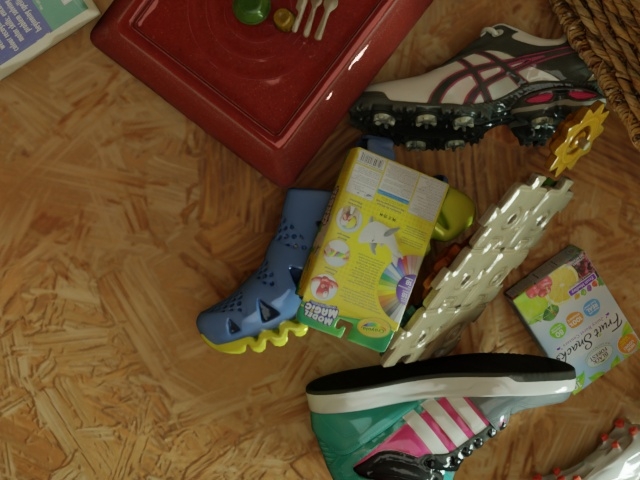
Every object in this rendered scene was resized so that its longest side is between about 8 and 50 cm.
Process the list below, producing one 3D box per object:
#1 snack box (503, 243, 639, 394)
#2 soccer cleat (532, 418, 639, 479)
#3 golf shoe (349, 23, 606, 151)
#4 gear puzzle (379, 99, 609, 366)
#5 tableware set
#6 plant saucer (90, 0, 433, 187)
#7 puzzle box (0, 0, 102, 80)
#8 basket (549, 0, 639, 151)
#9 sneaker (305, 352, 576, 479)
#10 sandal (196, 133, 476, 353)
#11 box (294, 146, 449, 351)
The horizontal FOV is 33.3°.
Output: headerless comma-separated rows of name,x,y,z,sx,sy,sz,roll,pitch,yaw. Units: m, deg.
snack box,0.289,0.090,1.224,0.100,0.037,0.141,-35,105,-1
soccer cleat,0.314,0.290,1.256,0.196,0.068,0.076,-34,108,-5
golf shoe,0.161,-0.162,1.135,0.273,0.105,0.120,-3,75,-6
gear puzzle,0.176,-0.010,1.102,0.044,0.175,0.339,44,112,25
tableware set,-0.021,-0.273,1.026,0.104,0.024,0.154,19,94,4
plant saucer,-0.059,-0.228,1.062,0.258,0.048,0.259,38,92,-1
puzzle box,-0.434,-0.310,1.007,0.272,0.052,0.409,-34,105,-2
basket,0.409,-0.214,1.062,0.213,0.299,0.223,6,136,-34
sneaker,0.139,0.227,1.178,0.296,0.124,0.178,-6,97,-1
sandal,0.000,0.000,1.119,0.317,0.126,0.138,-34,103,-11
box,0.047,0.011,1.050,0.105,0.043,0.179,22,85,-13
